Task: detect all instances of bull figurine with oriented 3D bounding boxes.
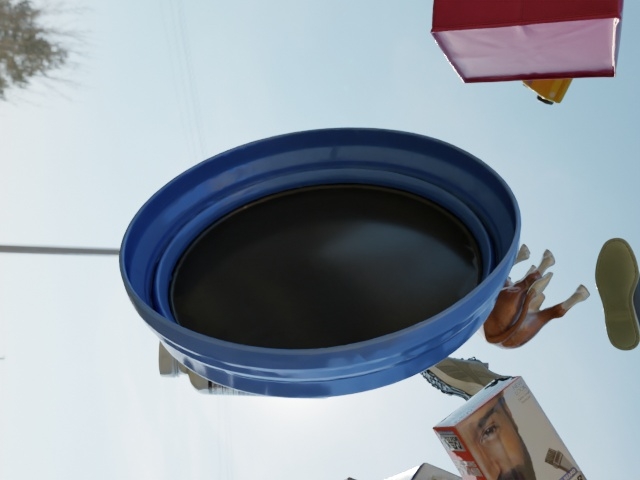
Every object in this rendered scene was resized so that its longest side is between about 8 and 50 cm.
[{"bbox_3d":[0.291,0.091,1.010,0.188,0.101,0.310,-37,-168,1],"label":"bull figurine"}]

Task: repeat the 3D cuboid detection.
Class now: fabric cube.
[{"bbox_3d":[0.330,-0.406,0.937,0.259,0.254,0.258,4,-93,24],"label":"fabric cube"}]

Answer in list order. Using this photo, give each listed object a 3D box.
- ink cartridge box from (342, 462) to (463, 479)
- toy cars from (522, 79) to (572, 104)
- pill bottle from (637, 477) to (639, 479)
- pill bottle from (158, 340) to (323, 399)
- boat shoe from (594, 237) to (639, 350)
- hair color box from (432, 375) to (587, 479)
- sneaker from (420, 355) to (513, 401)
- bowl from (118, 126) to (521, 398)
[{"bbox_3d":[0.159,0.396,0.894,0.303,0.307,0.072,112,4,-61],"label":"ink cartridge box"},{"bbox_3d":[0.433,-0.429,1.202,0.176,0.087,0.393,127,-23,-68],"label":"toy cars"},{"bbox_3d":[0.520,0.401,0.899,0.108,0.193,0.108,-6,-105,22],"label":"pill bottle"},{"bbox_3d":[-0.128,0.200,1.148,0.181,0.323,0.181,-176,-90,-86],"label":"pill bottle"},{"bbox_3d":[0.609,0.104,1.243,0.081,0.069,0.227,-3,-85,37],"label":"boat shoe"},{"bbox_3d":[0.195,0.227,0.591,0.167,0.093,0.053,58,-22,7],"label":"hair color box"},{"bbox_3d":[0.341,0.326,1.495,0.272,0.100,0.108,23,-114,32],"label":"sneaker"},{"bbox_3d":[0.000,0.000,0.633,0.391,0.391,0.077,46,-29,49],"label":"bowl"}]
